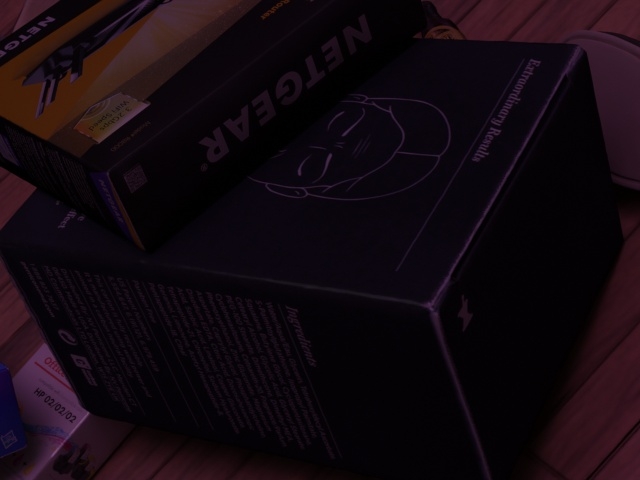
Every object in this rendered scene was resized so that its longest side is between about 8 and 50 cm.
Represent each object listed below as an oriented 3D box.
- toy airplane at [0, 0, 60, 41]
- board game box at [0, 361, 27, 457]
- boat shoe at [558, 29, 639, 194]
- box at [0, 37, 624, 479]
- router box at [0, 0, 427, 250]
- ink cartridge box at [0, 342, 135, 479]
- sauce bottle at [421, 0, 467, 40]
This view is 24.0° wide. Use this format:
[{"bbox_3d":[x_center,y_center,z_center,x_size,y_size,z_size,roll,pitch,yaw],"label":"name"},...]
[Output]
[{"bbox_3d":[-0.212,-0.253,1.506,0.386,0.272,0.384,-18,55,-30],"label":"toy airplane"},{"bbox_3d":[-0.441,0.136,1.333,0.233,0.078,0.347,-21,24,-28],"label":"board game box"},{"bbox_3d":[0.317,-0.073,1.235,0.335,0.095,0.112,43,117,45],"label":"boat shoe"},{"bbox_3d":[0.000,0.000,1.208,0.395,0.212,0.293,8,46,32],"label":"box"},{"bbox_3d":[-0.108,-0.148,1.196,0.309,0.081,0.243,-41,43,-23],"label":"router box"},{"bbox_3d":[-0.239,0.165,1.343,0.104,0.061,0.181,28,72,39],"label":"ink cartridge box"},{"bbox_3d":[0.121,-0.183,1.436,0.042,0.042,0.128,-32,47,2],"label":"sauce bottle"}]
